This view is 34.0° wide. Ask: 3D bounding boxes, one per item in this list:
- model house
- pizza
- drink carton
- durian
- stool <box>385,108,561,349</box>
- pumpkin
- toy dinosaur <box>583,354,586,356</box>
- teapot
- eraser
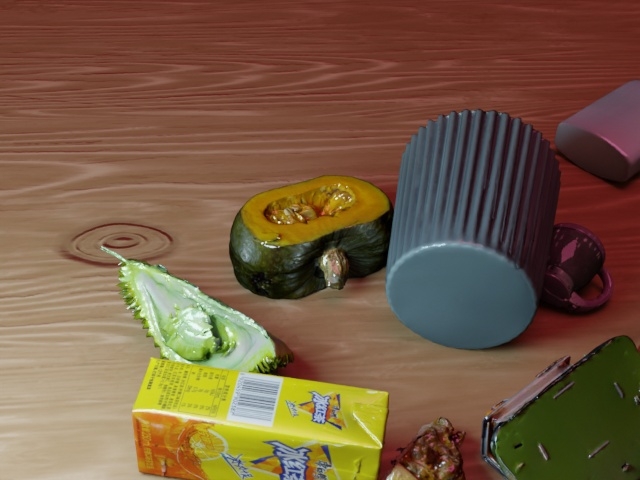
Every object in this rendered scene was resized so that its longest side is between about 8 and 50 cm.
[{"bbox_3d":[0.363,0.297,1.563,0.294,0.154,0.207,-31,93,-25],"label":"model house"},{"bbox_3d":[0.172,0.318,1.522,0.154,0.069,0.194,23,35,-6],"label":"pizza"},{"bbox_3d":[-0.083,0.277,1.502,0.351,0.155,0.111,7,42,4],"label":"drink carton"},{"bbox_3d":[-0.182,0.122,1.673,0.355,0.170,0.157,28,46,24],"label":"durian"},{"bbox_3d":[0.257,-0.015,1.798,0.297,0.297,0.330,10,43,7],"label":"stool"},{"bbox_3d":[0.000,0.000,1.872,0.317,0.139,0.222,-13,39,-24],"label":"pumpkin"},{"bbox_3d":[0.417,0.226,1.720,0.062,0.021,0.083,-9,40,4],"label":"toy dinosaur"},{"bbox_3d":[0.442,0.060,1.879,0.116,0.148,0.146,-7,35,50],"label":"teapot"},{"bbox_3d":[0.664,-0.242,2.253,0.290,0.104,0.189,-30,54,-34],"label":"eraser"}]
